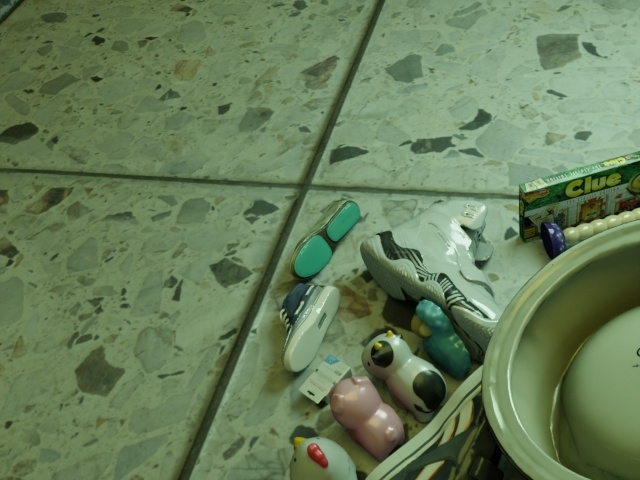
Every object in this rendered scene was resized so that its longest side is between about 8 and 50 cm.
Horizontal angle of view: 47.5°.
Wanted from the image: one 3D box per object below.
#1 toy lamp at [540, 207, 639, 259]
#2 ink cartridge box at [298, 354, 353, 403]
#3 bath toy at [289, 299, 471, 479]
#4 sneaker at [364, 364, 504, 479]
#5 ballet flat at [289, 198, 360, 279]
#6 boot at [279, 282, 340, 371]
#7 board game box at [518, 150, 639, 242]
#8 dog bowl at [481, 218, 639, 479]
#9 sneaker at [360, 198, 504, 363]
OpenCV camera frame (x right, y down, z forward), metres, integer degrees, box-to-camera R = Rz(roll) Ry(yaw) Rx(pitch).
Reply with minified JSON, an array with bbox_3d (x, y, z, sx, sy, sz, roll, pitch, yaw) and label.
[{"bbox_3d":[0.535,-0.036,1.290,0.274,0.080,0.080,-14,45,4],"label":"toy lamp"},{"bbox_3d":[0.008,0.237,1.212,0.048,0.028,0.083,28,59,35],"label":"ink cartridge box"},{"bbox_3d":[0.079,0.249,1.113,0.151,0.129,0.348,30,62,36],"label":"bath toy"},{"bbox_3d":[0.211,0.296,1.018,0.321,0.126,0.127,-45,51,1],"label":"sneaker"},{"bbox_3d":[0.000,0.000,1.428,0.068,0.072,0.213,-3,39,53],"label":"ballet flat"},{"bbox_3d":[-0.040,0.152,1.290,0.086,0.069,0.190,5,41,30],"label":"boot"},{"bbox_3d":[0.485,-0.081,1.305,0.259,0.136,0.030,-16,44,2],"label":"board game box"},{"bbox_3d":[0.406,0.164,0.855,0.407,0.150,0.408,-29,32,21],"label":"dog bowl"},{"bbox_3d":[0.250,0.050,1.243,0.210,0.137,0.365,-37,45,-16],"label":"sneaker"}]
